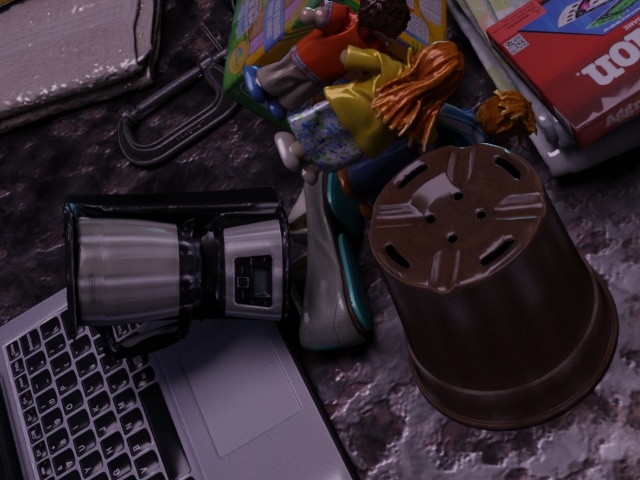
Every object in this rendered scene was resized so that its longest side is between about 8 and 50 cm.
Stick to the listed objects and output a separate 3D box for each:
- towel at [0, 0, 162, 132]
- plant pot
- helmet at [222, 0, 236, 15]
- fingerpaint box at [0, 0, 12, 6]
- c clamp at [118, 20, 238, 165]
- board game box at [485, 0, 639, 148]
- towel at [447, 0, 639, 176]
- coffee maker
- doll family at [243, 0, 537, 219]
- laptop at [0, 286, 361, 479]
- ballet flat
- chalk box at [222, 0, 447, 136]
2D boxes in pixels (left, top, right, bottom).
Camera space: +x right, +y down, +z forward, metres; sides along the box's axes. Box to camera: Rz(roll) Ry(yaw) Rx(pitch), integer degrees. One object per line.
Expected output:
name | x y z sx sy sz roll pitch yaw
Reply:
towel | -0.311 -0.214 1.324 0.282 0.049 0.187 -16 48 15
plant pot | 0.120 0.026 0.844 0.167 0.165 0.167 -13 50 16
helmet | -0.024 -0.284 1.161 0.161 0.169 0.169 13 60 14
fingerpaint box | -0.330 -0.484 1.438 0.444 0.163 0.371 -22 41 9
c clamp | -0.150 -0.147 1.213 0.160 0.022 0.137 -39 53 -8
board game box | 0.286 -0.197 0.916 0.281 0.027 0.145 -33 50 2
towel | 0.305 -0.244 1.021 0.374 0.090 0.320 -26 51 6
coffee maker | -0.118 0.004 0.947 0.178 0.120 0.171 -2 41 -11
doll family | 0.075 -0.085 0.901 0.163 0.263 0.118 -29 51 25
laptop | -0.239 0.125 0.895 0.408 0.236 0.382 -31 48 1
ballet flat | 0.000 0.000 0.988 0.068 0.072 0.213 -18 49 18
chalk box | -0.001 -0.179 1.062 0.213 0.132 0.132 -37 37 41
